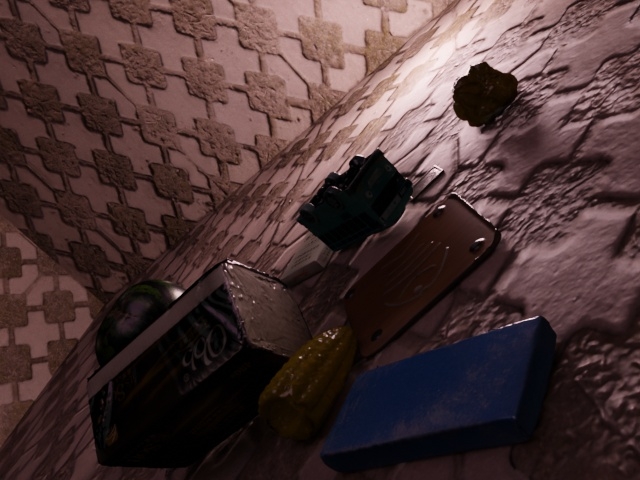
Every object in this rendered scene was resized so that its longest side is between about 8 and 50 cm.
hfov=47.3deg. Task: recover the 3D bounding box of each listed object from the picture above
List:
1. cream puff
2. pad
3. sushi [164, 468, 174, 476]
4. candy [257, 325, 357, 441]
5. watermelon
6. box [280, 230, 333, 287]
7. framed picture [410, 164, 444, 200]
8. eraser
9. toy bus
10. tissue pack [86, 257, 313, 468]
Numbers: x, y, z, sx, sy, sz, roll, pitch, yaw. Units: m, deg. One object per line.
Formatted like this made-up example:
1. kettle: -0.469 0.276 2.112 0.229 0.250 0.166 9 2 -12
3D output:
1. cream puff: 0.326 -0.307 1.505 0.146 0.116 0.146 -44 16 16
2. pad: 0.155 0.050 1.209 0.286 0.018 0.284 -44 16 8
3. sushi: -0.219 0.253 1.489 0.296 0.100 0.373 -40 16 17
4. candy: -0.006 0.199 1.100 0.106 0.094 0.199 -36 11 48
5. watermelon: -0.396 0.229 1.730 0.269 0.269 0.269 -41 16 14
6. box: 0.000 0.000 1.701 0.139 0.035 0.245 -32 20 42
7. framed picture: 0.213 -0.118 1.507 0.089 0.006 0.066 -44 16 5
8. eraser: 0.130 0.189 0.858 0.311 0.042 0.144 -29 22 45
9. toy bus: 0.071 -0.076 1.502 0.128 0.147 0.256 -54 13 -26
10. tissue pack: -0.210 0.222 1.244 0.370 0.210 0.198 -40 57 20
